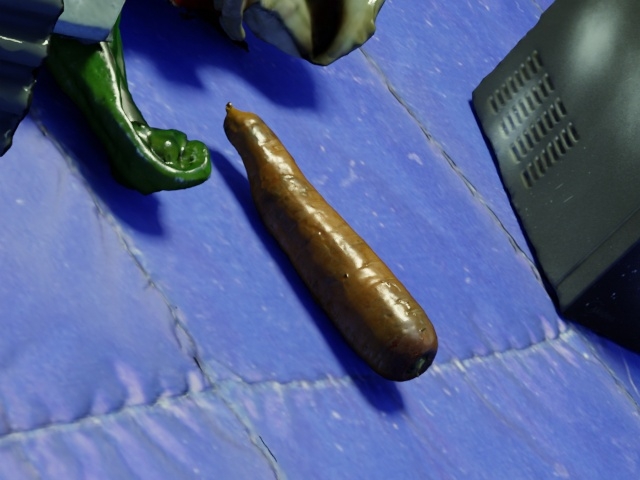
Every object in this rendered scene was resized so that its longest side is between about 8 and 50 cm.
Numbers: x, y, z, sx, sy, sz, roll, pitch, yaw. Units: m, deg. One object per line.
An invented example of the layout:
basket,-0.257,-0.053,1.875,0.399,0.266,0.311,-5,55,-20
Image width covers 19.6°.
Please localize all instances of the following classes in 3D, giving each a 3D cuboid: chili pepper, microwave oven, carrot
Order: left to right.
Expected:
chili pepper,-0.154,-0.129,1.250,0.100,0.074,0.257,12,45,-53
carrot,0.000,0.000,1.295,0.059,0.059,0.248,-1,48,-56
microwave oven,0.398,-0.045,1.734,0.432,0.236,0.374,26,31,-34

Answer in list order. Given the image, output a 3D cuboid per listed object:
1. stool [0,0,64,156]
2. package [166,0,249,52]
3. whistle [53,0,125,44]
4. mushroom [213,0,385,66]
stool,-0.321,-0.153,0.796,0.330,0.297,0.297,8,44,-46
package,-0.134,-0.241,1.389,0.194,0.071,0.269,65,15,12
whistle,-0.244,-0.203,1.162,0.269,0.093,0.180,23,73,-11
mushroom,-0.050,-0.278,1.391,0.130,0.247,0.344,15,-14,29
